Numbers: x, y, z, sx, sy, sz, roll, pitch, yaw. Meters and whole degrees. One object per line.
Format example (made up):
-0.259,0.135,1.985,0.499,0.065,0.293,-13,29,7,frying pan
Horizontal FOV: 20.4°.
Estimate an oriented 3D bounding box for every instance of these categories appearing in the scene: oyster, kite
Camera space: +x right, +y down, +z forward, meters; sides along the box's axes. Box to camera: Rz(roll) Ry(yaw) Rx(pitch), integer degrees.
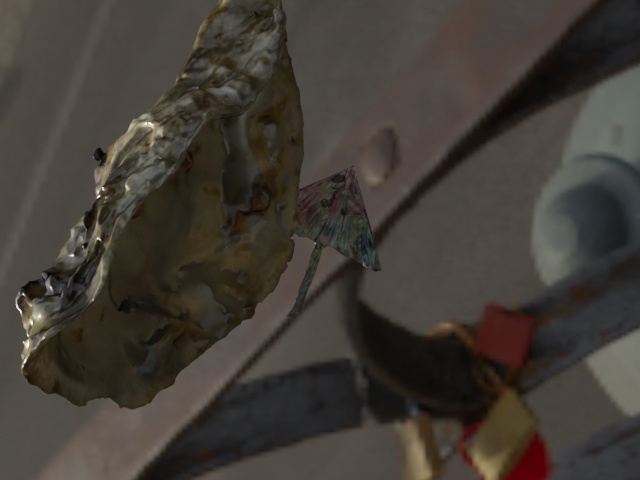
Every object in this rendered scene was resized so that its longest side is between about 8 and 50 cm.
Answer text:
-0.096,-0.030,1.315,0.111,0.204,0.396,13,57,28,oyster
0.000,0.000,1.676,0.011,0.139,0.156,1,69,69,kite
